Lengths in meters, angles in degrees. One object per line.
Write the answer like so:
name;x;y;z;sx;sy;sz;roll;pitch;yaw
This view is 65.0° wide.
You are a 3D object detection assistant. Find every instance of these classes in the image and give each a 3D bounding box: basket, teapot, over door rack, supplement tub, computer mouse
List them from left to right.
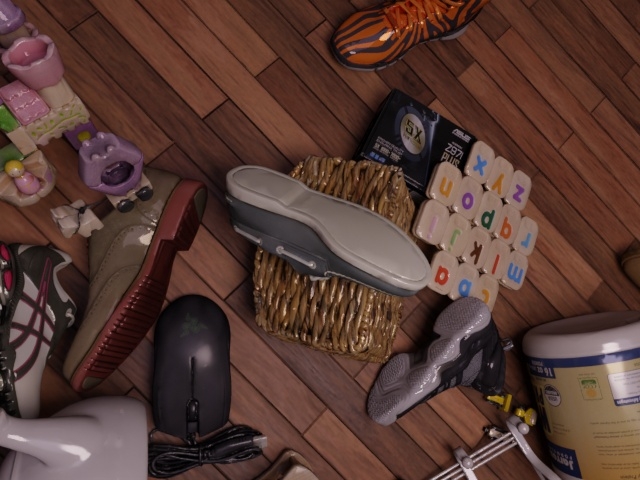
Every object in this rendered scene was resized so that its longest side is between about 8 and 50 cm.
teapot;-0.320;0.322;0.630;0.187;0.252;0.255;2;79;-21
computer mouse;-0.186;0.217;0.767;0.189;0.072;0.272;-5;83;-14
basket;0.028;0.037;0.837;0.214;0.223;0.298;9;78;22
over door rack;0.306;0.486;0.811;0.240;0.108;0.324;-28;89;-5
supplement tub;0.488;0.292;0.840;0.229;0.228;0.315;-11;84;-15

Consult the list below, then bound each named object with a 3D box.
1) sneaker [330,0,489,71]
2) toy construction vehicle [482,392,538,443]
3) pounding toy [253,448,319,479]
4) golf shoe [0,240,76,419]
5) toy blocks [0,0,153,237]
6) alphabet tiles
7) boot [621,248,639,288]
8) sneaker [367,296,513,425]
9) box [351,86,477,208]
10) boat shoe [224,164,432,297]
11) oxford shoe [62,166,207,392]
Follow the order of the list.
sneaker;0.173;-0.420;0.895;0.321;0.180;0.124;-28;89;-16
toy construction vehicle;0.332;0.320;0.901;0.098;0.035;0.085;20;77;-2
pounding toy;-0.067;0.405;0.724;0.270;0.155;0.154;2;86;-14
golf shoe;-0.397;0.130;0.697;0.120;0.105;0.272;2;71;-43
toy blocks;-0.431;-0.152;0.614;0.289;0.260;0.309;-37;65;-17
alphabet tiles;0.284;-0.020;0.895;0.284;0.021;0.277;26;79;-30
boot;0.659;0.173;0.929;0.236;0.089;0.269;30;56;-9
sneaker;0.213;0.232;0.846;0.268;0.101;0.153;-46;113;1
box;0.166;-0.158;0.907;0.180;0.077;0.147;30;76;-8
boat shoe;0.000;0.000;0.702;0.320;0.099;0.116;28;37;18
oxford shoe;-0.298;0.048;0.755;0.130;0.123;0.348;22;70;5
